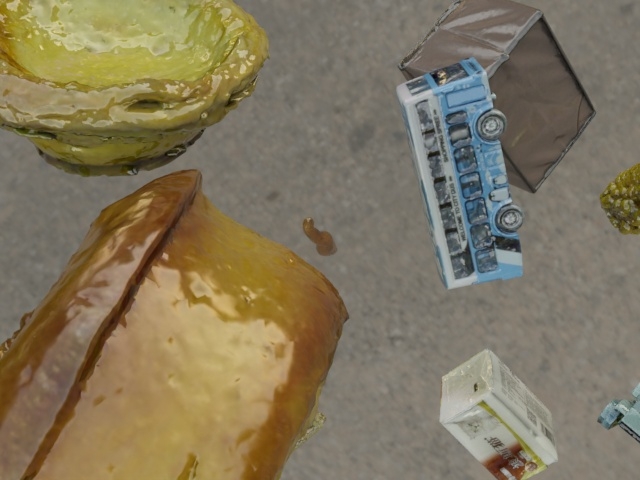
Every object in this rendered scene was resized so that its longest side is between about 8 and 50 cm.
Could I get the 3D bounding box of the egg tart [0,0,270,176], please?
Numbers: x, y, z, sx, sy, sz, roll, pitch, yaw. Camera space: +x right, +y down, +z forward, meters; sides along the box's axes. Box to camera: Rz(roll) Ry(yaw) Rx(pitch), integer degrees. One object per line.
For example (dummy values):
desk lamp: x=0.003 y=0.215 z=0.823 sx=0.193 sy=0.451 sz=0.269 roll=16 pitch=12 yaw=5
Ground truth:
egg tart: x=-0.194 y=-0.147 z=1.055 sx=0.294 sy=0.123 sz=0.294 roll=2 pitch=36 yaw=-1

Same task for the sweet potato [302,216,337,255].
sweet potato: x=0.004 y=0.001 z=2.064 sx=0.044 sy=0.179 sz=0.044 roll=-4 pitch=74 yaw=15

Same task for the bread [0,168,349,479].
bread: x=-0.110 y=0.114 z=0.674 sx=0.172 sy=0.312 sz=0.312 roll=28 pitch=70 yaw=-1

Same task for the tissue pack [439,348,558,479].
tissue pack: x=0.242 y=0.244 z=1.575 sx=0.099 sy=0.149 sz=0.106 roll=-36 pitch=21 yaw=23

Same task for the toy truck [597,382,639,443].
toy truck: x=0.480 y=0.230 z=1.592 sx=0.108 sy=0.256 sz=0.140 roll=41 pitch=101 yaw=23

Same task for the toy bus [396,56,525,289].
toy bus: x=0.195 y=-0.087 z=1.561 sx=0.131 sy=0.297 sz=0.106 roll=-15 pitch=22 yaw=2

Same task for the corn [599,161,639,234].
corn: x=0.464 y=-0.083 z=1.477 sx=0.097 sy=0.320 sz=0.097 roll=5 pitch=72 yaw=-16

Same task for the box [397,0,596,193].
box: x=0.271 y=-0.221 z=1.713 sx=0.188 sy=0.252 sz=0.153 roll=-50 pitch=42 yaw=-12

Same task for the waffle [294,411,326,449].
waffle: x=-0.069 y=0.177 z=1.230 sx=0.092 sy=0.135 sz=0.021 roll=-40 pitch=17 yaw=13
